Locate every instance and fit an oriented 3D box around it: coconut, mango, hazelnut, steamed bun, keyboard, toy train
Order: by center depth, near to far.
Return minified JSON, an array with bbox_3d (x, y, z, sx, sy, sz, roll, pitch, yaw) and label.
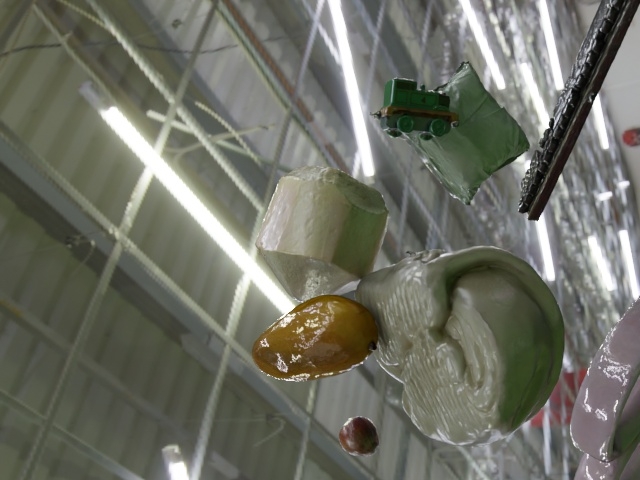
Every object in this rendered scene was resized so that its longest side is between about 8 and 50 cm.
[{"bbox_3d":[0.293,-0.172,0.871,0.106,0.027,0.317,-68,-4,-58],"label":"keyboard"},{"bbox_3d":[0.252,0.156,1.268,0.255,0.367,0.343,-22,-92,-19],"label":"steamed bun"},{"bbox_3d":[-0.012,0.167,1.303,0.109,0.227,0.147,52,-150,-49],"label":"mango"},{"bbox_3d":[0.000,0.000,1.447,0.239,0.239,0.245,35,-112,-53],"label":"coconut"},{"bbox_3d":[0.078,0.386,1.512,0.086,0.086,0.086,31,-126,-55],"label":"hazelnut"},{"bbox_3d":[0.226,-0.309,1.814,0.091,0.227,0.137,-178,90,-76],"label":"toy train"}]

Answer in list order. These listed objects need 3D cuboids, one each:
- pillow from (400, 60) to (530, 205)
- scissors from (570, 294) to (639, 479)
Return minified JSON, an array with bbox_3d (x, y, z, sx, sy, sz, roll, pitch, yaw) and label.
[{"bbox_3d":[0.384,-0.283,2.030,0.283,0.138,0.310,-44,-83,-11],"label":"pillow"},{"bbox_3d":[0.189,0.020,0.362,0.242,0.030,0.118,-45,-40,-24],"label":"scissors"}]
